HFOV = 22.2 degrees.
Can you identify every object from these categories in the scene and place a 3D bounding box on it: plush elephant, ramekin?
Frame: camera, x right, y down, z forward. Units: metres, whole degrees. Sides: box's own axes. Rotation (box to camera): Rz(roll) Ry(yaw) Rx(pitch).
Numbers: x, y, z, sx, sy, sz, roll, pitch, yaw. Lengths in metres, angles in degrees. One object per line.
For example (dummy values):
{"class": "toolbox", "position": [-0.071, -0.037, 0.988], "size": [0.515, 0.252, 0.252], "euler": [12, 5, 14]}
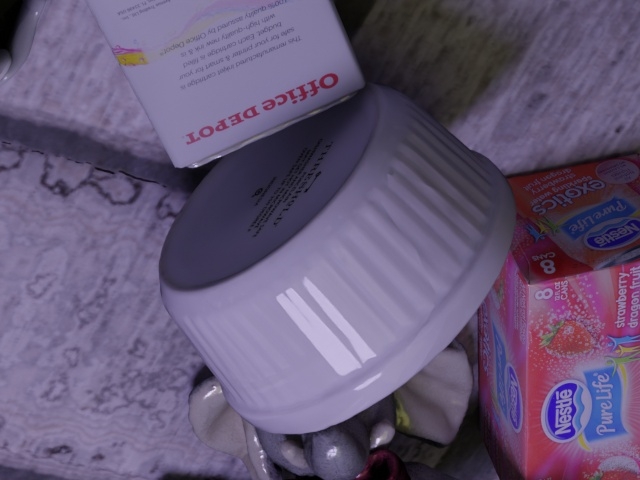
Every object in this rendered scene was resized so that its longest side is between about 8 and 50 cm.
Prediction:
{"class": "plush elephant", "position": [0.029, 0.213, 1.385], "size": [0.272, 0.330, 0.255], "euler": [-22, 107, -1]}
{"class": "ramekin", "position": [0.000, 0.000, 1.199], "size": [0.273, 0.273, 0.127], "euler": [-37, 115, 13]}

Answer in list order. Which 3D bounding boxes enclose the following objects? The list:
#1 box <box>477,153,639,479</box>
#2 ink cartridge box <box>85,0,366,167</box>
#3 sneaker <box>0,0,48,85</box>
{"class": "box", "position": [0.223, 0.094, 1.404], "size": [0.154, 0.142, 0.300], "euler": [-10, 129, -7]}
{"class": "ink cartridge box", "position": [-0.077, -0.175, 1.141], "size": [0.154, 0.093, 0.212], "euler": [-23, 128, 3]}
{"class": "sneaker", "position": [-0.255, -0.125, 1.112], "size": [0.090, 0.115, 0.232], "euler": [20, 119, -28]}
